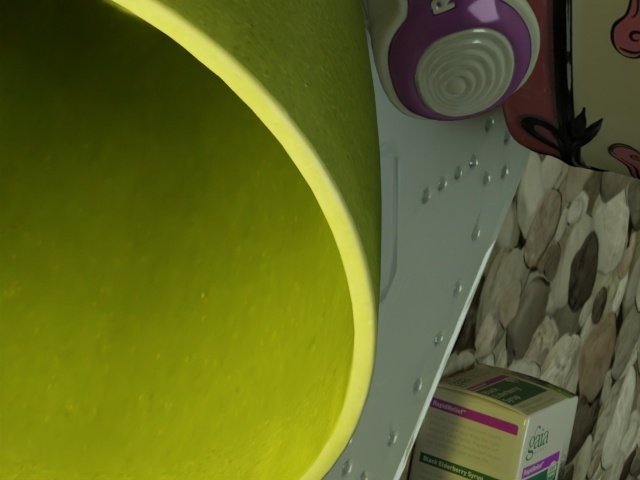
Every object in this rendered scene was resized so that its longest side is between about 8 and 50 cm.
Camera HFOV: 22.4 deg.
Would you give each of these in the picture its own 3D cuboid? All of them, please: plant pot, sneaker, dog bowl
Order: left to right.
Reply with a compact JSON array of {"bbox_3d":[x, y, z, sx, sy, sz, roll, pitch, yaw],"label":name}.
[{"bbox_3d":[-0.089,-0.072,0.639,0.293,0.275,0.274,-72,159,-50],"label":"plant pot"},{"bbox_3d":[0.040,-0.198,0.819,0.305,0.114,0.152,79,-3,-54],"label":"sneaker"},{"bbox_3d":[0.204,-0.227,1.045,0.408,0.150,0.407,3,90,-78],"label":"dog bowl"}]

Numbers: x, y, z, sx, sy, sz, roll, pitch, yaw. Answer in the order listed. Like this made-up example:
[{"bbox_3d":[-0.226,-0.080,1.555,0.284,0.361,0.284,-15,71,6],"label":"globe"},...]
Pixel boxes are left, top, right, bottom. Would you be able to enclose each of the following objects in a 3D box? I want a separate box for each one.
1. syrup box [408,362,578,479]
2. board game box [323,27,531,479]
[{"bbox_3d":[0.127,0.227,1.295,0.093,0.096,0.236,-12,115,-57],"label":"syrup box"},{"bbox_3d":[0.000,0.000,1.016,0.390,0.050,0.390,44,66,-57],"label":"board game box"}]
